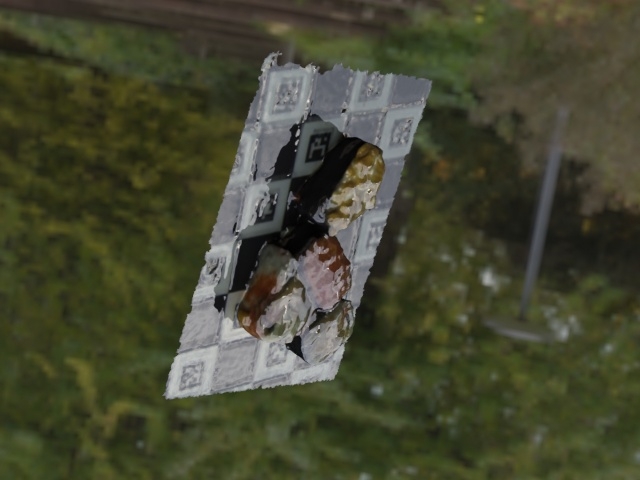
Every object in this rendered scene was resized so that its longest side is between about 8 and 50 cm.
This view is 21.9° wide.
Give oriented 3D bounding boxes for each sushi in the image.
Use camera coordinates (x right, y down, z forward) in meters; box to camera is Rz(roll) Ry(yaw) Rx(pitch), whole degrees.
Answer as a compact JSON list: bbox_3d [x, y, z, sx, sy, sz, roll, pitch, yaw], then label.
[{"bbox_3d":[0.000,0.000,0.899,0.139,0.201,0.031,-2,-154,-46],"label":"sushi"}]
